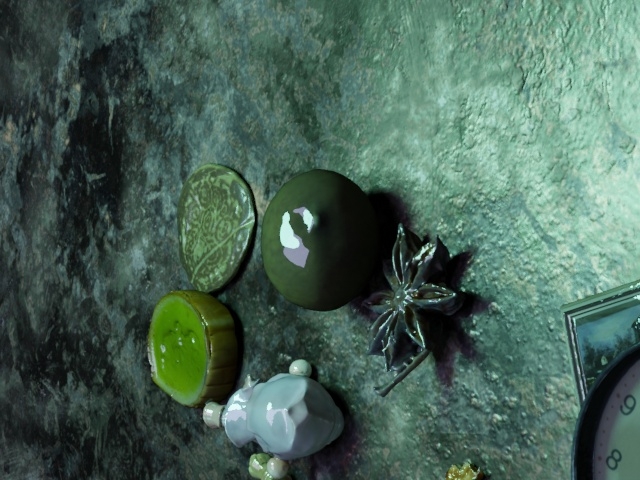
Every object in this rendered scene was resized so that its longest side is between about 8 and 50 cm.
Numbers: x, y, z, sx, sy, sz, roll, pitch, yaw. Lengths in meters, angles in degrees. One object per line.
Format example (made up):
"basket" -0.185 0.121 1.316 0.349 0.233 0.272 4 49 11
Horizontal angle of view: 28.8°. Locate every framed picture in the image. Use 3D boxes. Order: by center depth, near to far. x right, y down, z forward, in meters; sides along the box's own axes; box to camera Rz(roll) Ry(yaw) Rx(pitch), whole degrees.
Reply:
"framed picture" 0.415 0.154 1.515 0.296 0.019 0.232 -27 66 48

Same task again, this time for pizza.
"pizza" 0.206 0.334 1.776 0.083 0.016 0.037 -26 67 53

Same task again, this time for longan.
"longan" 0.000 0.000 1.935 0.196 0.196 0.220 -5 88 52

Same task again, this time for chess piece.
"chess piece" -0.071 0.409 2.098 0.172 0.060 0.060 37 116 52

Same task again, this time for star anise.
"star anise" 0.133 0.105 1.838 0.230 0.081 0.262 -10 68 52

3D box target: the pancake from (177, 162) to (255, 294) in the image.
"pancake" -0.202 -0.025 2.328 0.250 0.031 0.250 -5 84 52

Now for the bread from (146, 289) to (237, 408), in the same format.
"bread" -0.240 0.202 2.311 0.236 0.070 0.236 8 100 52

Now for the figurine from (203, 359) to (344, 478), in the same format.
"figurine" -0.078 0.287 2.055 0.276 0.133 0.200 -7 65 51

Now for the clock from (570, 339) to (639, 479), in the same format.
"clock" 0.443 0.281 1.397 0.386 0.076 0.386 4 95 52
